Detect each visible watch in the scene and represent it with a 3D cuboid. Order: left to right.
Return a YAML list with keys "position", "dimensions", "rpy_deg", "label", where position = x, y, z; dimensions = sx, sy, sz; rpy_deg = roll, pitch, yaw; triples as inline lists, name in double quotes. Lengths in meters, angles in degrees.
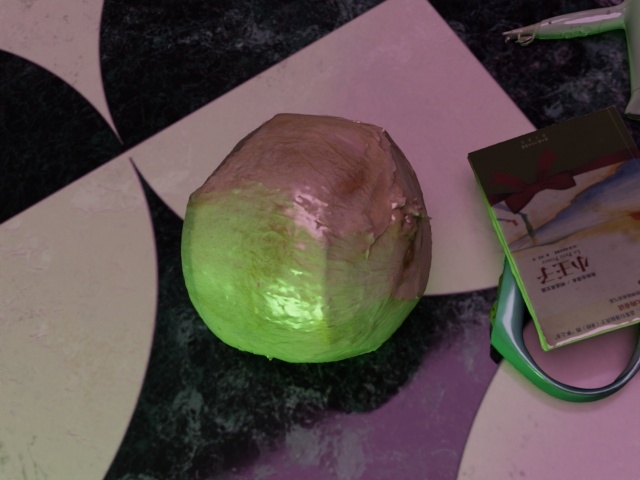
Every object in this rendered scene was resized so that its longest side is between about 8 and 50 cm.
- position: [0.308, 0.071, 1.020]
  dimensions: [0.195, 0.068, 0.237]
  rpy_deg: [10, 70, 13]
  label: "watch"

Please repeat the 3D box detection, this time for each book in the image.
- position: [0.310, -0.023, 1.007]
  dimensions: [0.201, 0.026, 0.289]
  rpy_deg: [-17, 57, 2]
  label: "book"

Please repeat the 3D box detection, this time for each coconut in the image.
- position: [0.000, 0.000, 0.990]
  dimensions: [0.254, 0.297, 0.297]
  rpy_deg: [9, 69, 16]
  label: "coconut"

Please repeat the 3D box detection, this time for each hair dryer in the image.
- position: [0.368, -0.264, 1.168]
  dimensions: [0.237, 0.075, 0.206]
  rpy_deg: [5, 74, 20]
  label: "hair dryer"
